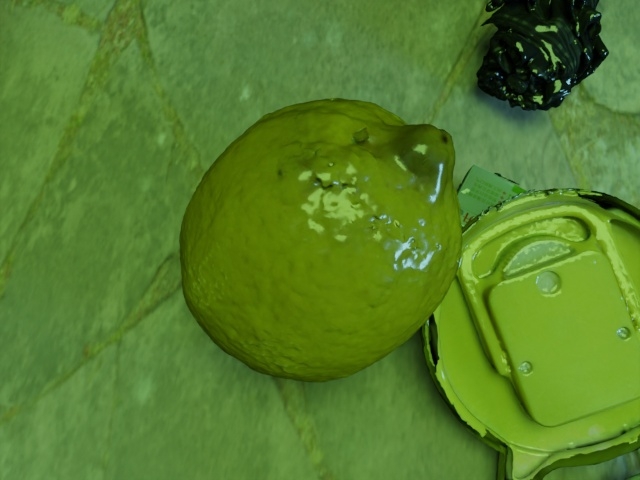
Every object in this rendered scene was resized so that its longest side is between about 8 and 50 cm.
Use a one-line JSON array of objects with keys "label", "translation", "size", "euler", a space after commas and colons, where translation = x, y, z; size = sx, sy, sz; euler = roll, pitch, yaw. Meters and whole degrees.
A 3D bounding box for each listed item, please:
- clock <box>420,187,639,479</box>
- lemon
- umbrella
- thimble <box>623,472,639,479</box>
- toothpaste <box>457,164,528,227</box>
[{"label": "clock", "translation": [0.243, 0.091, 0.629], "size": [0.277, 0.071, 0.294], "euler": [-14, 92, 5]}, {"label": "lemon", "translation": [0.000, 0.000, 0.568], "size": [0.245, 0.320, 0.245], "euler": [22, 46, -25]}, {"label": "umbrella", "translation": [0.326, -0.305, 0.779], "size": [0.154, 0.128, 0.336], "euler": [40, 71, 12]}, {"label": "thimble", "translation": [0.336, 0.296, 0.507], "size": [0.150, 0.237, 0.237], "euler": [44, 74, -3]}, {"label": "toothpaste", "translation": [0.302, 0.029, 0.692], "size": [0.336, 0.067, 0.081], "euler": [28, 75, 7]}]
